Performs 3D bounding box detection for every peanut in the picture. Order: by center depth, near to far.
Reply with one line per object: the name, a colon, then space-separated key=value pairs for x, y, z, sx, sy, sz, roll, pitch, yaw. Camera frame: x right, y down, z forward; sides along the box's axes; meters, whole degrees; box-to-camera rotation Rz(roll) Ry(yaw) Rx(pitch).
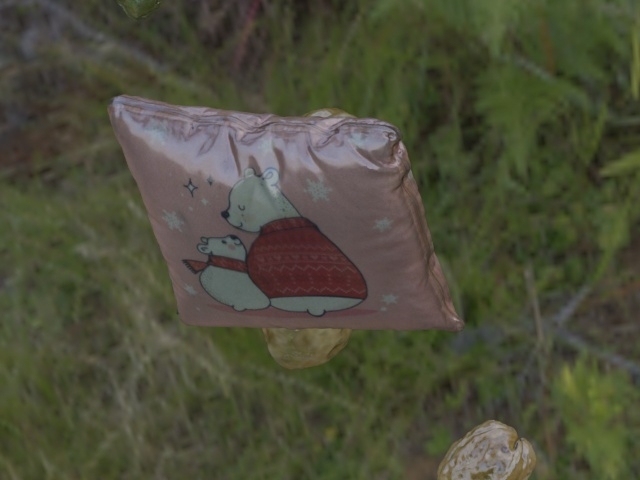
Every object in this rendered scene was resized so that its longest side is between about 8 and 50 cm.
peanut: x=0.000 y=0.000 z=1.650 sx=0.108 sy=0.226 sz=0.095 roll=6 pitch=6 yaw=-35

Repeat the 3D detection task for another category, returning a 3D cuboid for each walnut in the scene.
walnut: x=0.157 y=0.217 z=1.843 sx=0.096 sy=0.079 sz=0.082 roll=-50 pitch=22 yaw=16

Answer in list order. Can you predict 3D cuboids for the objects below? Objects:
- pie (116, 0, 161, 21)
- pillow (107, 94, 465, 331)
pie: x=-0.152 y=-0.328 z=1.564 sx=0.070 sy=0.323 sz=0.323 roll=2 pitch=43 yaw=-6
pillow: x=-0.025 y=-0.012 z=1.412 sx=0.236 sy=0.223 sz=0.084 roll=5 pitch=46 yaw=20
